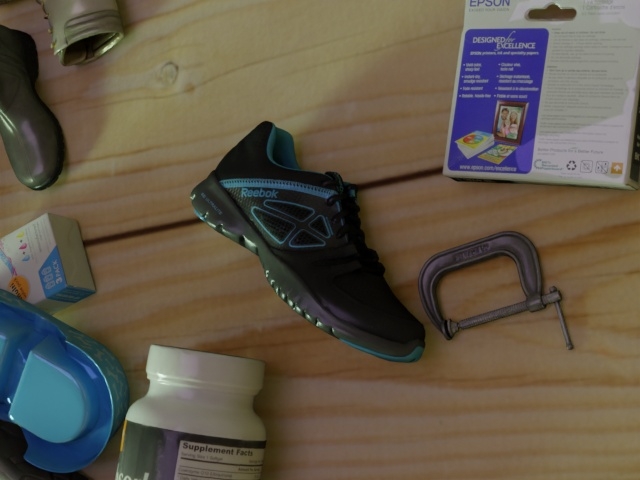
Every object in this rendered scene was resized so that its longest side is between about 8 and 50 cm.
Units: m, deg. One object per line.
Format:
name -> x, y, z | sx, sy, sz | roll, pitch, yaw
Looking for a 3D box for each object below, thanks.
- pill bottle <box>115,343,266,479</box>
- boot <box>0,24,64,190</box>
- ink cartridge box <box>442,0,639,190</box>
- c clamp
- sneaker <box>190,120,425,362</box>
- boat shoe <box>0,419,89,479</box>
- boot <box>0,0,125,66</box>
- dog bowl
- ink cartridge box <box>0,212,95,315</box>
pill bottle -> -0.146, 0.261, 1.518 | 0.162, 0.162, 0.278 | 5, 84, 30
boot -> -0.424, -0.184, 1.747 | 0.083, 0.161, 0.246 | -27, 69, 23
ink cartridge box -> 0.241, -0.161, 1.440 | 0.206, 0.045, 0.208 | 5, 85, 30
c clamp -> 0.179, 0.061, 1.451 | 0.161, 0.022, 0.137 | -13, 76, 26
sneaker -> 0.000, 0.000, 1.503 | 0.341, 0.125, 0.139 | 42, 97, 26
boat shoe -> -0.350, 0.330, 1.654 | 0.324, 0.123, 0.116 | 34, 107, 34
boot -> -0.350, -0.303, 1.778 | 0.213, 0.077, 0.165 | -16, 76, 26
dog bowl -> -0.362, 0.159, 1.665 | 0.297, 0.074, 0.166 | 27, 108, 15
ink cartridge box -> -0.383, 0.051, 1.742 | 0.181, 0.061, 0.104 | -27, 70, 24
